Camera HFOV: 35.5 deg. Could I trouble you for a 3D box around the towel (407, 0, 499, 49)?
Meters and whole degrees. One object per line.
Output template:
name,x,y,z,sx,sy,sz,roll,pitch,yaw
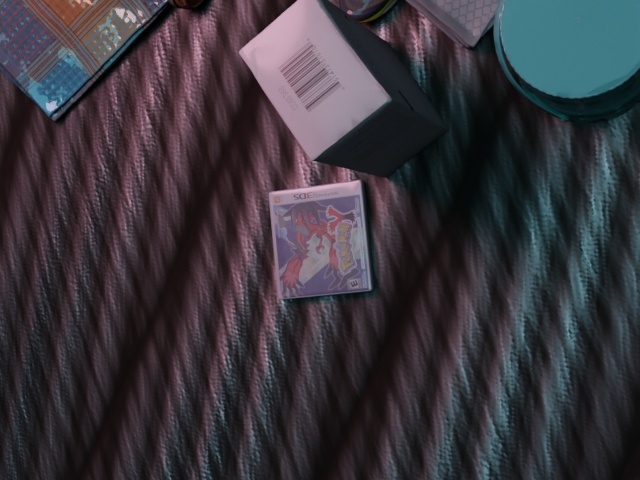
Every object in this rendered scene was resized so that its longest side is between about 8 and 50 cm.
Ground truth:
towel,0.226,-0.528,1.637,0.332,0.053,0.317,35,103,-17

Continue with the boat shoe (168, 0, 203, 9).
boat shoe,-0.177,-0.556,1.841,0.104,0.111,0.307,32,100,19

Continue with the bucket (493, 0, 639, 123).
bucket,0.415,-0.331,1.579,0.281,0.183,0.281,0,89,21

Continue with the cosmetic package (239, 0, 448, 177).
cosmetic package,0.052,-0.236,1.608,0.156,0.385,0.217,-37,80,17

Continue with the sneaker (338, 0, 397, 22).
sneaker,0.115,-0.519,1.726,0.111,0.121,0.300,32,100,18

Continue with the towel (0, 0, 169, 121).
towel,-0.496,-0.444,1.935,0.370,0.040,0.271,-40,102,18

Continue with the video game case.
video game case,0.000,0.000,1.815,0.183,0.023,0.201,-7,87,20
